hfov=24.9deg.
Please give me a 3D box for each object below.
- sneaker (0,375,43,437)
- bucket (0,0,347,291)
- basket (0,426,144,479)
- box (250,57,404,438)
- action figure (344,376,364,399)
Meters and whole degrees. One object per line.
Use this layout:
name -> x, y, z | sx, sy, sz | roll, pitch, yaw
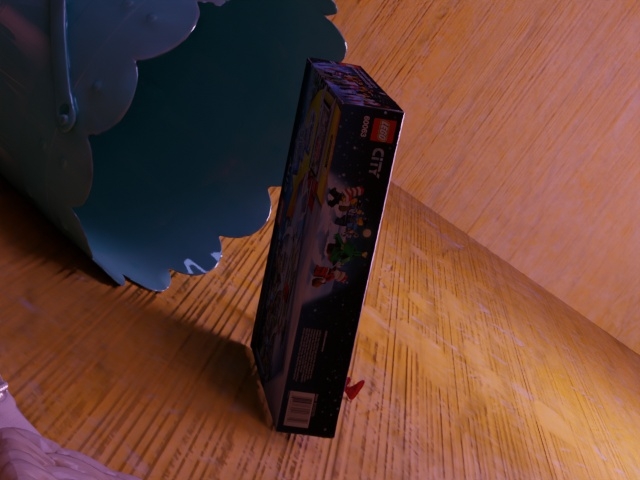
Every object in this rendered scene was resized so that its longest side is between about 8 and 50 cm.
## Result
sneaker -> -0.173, 0.058, 0.657 | 0.152, 0.061, 0.054 | 38, 8, 6
bucket -> -0.133, -0.120, 1.086 | 0.183, 0.281, 0.281 | 36, 9, 23
basket -> -0.065, 0.140, 0.328 | 0.113, 0.167, 0.103 | 31, 4, -27
box -> 0.000, 0.000, 1.025 | 0.044, 0.233, 0.159 | 9, 16, -11
action figure -> -0.011, 0.085, 1.187 | 0.115, 0.030, 0.038 | 39, 15, 31
